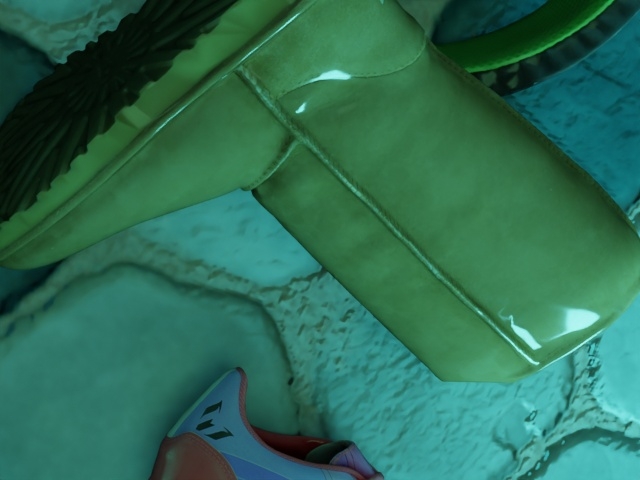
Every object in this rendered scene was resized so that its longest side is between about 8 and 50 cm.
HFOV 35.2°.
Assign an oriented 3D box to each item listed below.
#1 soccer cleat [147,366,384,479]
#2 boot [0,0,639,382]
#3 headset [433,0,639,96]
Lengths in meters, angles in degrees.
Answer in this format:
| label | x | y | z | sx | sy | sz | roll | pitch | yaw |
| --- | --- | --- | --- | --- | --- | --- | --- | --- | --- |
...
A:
| label | x | y | z | sx | sy | sz | roll | pitch | yaw |
| --- | --- | --- | --- | --- | --- | --- | --- | --- | --- |
| soccer cleat | 0.023 | 0.161 | 0.539 | 0.248 | 0.083 | 0.095 | 33 | 85 | -19 |
| boot | 0.000 | 0.000 | 0.485 | 0.236 | 0.089 | 0.269 | -33 | 128 | 21 |
| headset | 0.096 | -0.245 | 0.420 | 0.243 | 0.185 | 0.394 | 9 | 109 | -21 |
